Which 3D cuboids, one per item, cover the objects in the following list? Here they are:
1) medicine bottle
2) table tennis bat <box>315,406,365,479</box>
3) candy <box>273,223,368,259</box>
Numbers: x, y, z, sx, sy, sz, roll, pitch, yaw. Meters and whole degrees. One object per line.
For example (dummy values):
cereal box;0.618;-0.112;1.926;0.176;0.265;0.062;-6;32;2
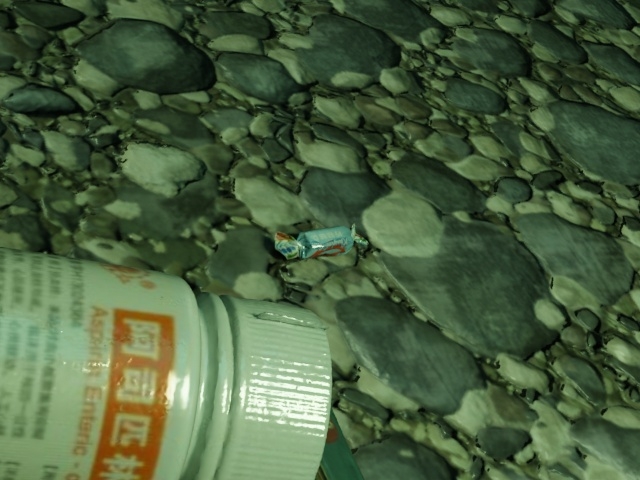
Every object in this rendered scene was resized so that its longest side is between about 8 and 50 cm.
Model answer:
medicine bottle;-0.130;0.081;0.681;0.252;0.144;0.144;9;41;-22
table tennis bat;0.042;0.211;0.726;0.173;0.022;0.301;-1;48;-31
candy;0.000;0.000;0.938;0.083;0.020;0.030;-11;53;-38
